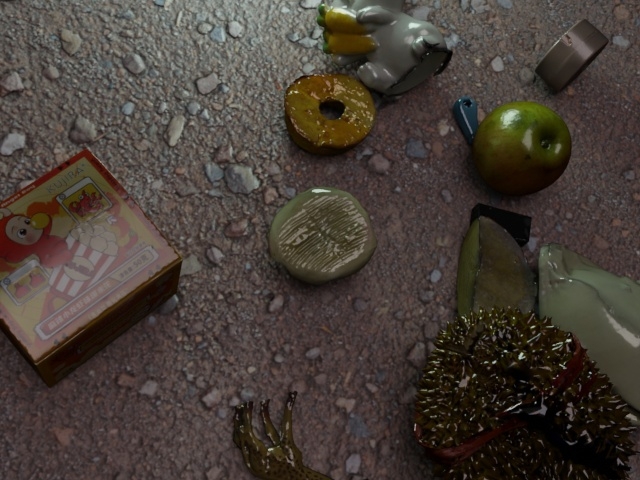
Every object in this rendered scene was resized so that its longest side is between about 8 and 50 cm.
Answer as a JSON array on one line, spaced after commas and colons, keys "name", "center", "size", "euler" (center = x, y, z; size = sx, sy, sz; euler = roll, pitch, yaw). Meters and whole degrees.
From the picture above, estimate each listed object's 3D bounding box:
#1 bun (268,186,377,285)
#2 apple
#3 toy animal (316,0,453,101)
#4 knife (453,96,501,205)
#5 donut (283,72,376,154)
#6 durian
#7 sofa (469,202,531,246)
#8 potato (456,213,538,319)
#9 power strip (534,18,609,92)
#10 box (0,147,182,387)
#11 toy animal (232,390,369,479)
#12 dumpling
[{"name": "bun", "center": [0.000, 0.000, 1.531], "size": [0.193, 0.128, 0.178], "euler": [-33, 80, -9]}, {"name": "apple", "center": [0.404, -0.185, 1.644], "size": [0.196, 0.196, 0.195], "euler": [4, 70, -11]}, {"name": "toy animal", "center": [0.134, -0.459, 1.697], "size": [0.247, 0.183, 0.310], "euler": [-18, 72, -28]}, {"name": "knife", "center": [0.339, -0.188, 1.724], "size": [0.058, 0.032, 0.244], "euler": [-15, 78, -26]}, {"name": "donut", "center": [0.013, -0.248, 1.650], "size": [0.190, 0.074, 0.174], "euler": [-26, 76, -24]}, {"name": "durian", "center": [0.328, 0.289, 1.376], "size": [0.348, 0.347, 0.384], "euler": [-25, 82, -19]}, {"name": "sofa", "center": [0.362, -0.030, 1.662], "size": [0.118, 0.039, 0.060], "euler": [14, 67, -6]}, {"name": "potato", "center": [0.337, 0.085, 1.584], "size": [0.138, 0.098, 0.243], "euler": [16, 61, -10]}, {"name": "power strip", "center": [0.540, -0.395, 1.775], "size": [0.154, 0.154, 0.078], "euler": [-41, 80, -22]}, {"name": "box", "center": [-0.422, 0.045, 1.376], "size": [0.283, 0.214, 0.259], "euler": [-39, 80, -21]}, {"name": "toy animal", "center": [-0.042, 0.376, 1.420], "size": [0.149, 0.054, 0.275], "euler": [-37, 79, -24]}, {"name": "dumpling", "center": [0.550, 0.166, 1.559], "size": [0.395, 0.233, 0.316], "euler": [52, 31, 13]}]
